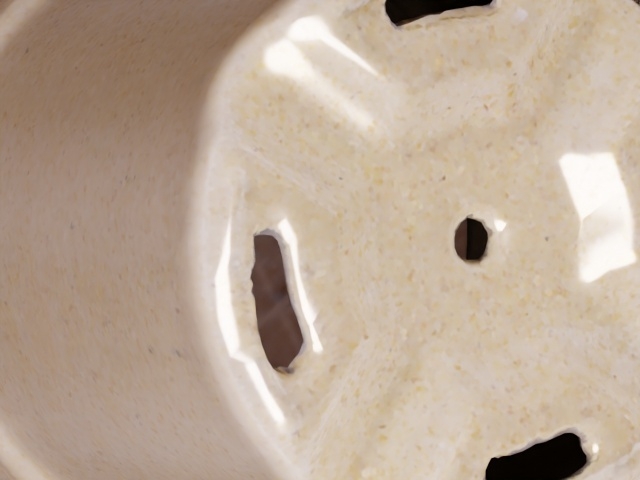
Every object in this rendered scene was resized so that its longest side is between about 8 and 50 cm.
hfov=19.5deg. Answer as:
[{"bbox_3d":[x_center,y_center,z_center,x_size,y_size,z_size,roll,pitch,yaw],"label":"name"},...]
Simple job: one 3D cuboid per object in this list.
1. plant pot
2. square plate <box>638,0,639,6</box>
[{"bbox_3d":[0.000,0.000,0.785,0.334,0.305,0.333,0,90,-25],"label":"plant pot"},{"bbox_3d":[0.310,-0.031,1.068,0.347,0.049,0.344,31,77,-21],"label":"square plate"}]
